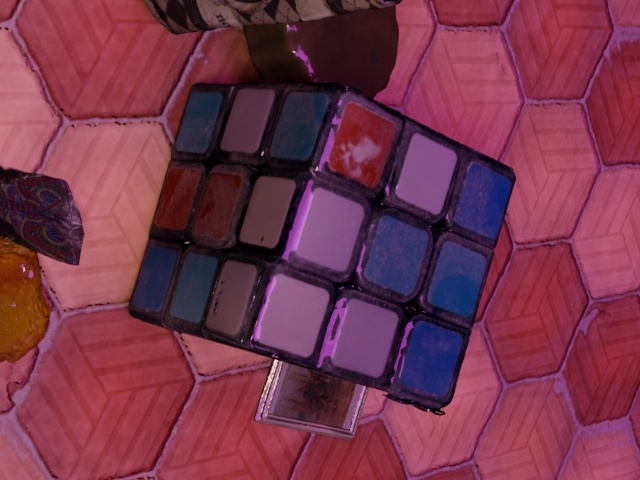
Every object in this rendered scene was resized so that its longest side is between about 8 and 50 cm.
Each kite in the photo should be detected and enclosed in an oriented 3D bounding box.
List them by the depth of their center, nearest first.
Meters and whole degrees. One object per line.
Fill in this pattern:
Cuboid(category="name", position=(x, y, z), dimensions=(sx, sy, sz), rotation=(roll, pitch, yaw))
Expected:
Cuboid(category="kite", position=(-0.415, -0.053, 1.475), dimensions=(0.285, 0.152, 0.015), rotation=(14, 130, -34))

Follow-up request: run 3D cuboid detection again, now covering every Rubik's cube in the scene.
Cuboid(category="Rubik's cube", position=(0.000, 0.000, 1.650), dimensions=(0.362, 0.363, 0.359), rotation=(18, 87, -34))

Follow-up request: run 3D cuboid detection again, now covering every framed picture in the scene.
Cuboid(category="framed picture", position=(0.017, 0.175, 1.921), dimensions=(0.217, 0.017, 0.274), rotation=(16, 90, -39))

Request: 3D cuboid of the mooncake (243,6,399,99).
Cuboid(category="mooncake", position=(-0.002, -0.292, 1.716), dimensions=(0.228, 0.124, 0.228), rotation=(5, 83, -44))

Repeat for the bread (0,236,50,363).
Cuboid(category="bread", position=(-0.432, 0.081, 1.465), dimensions=(0.260, 0.147, 0.160), rotation=(-11, 109, -36))

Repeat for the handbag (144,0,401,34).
Cuboid(category="handbag", position=(-0.093, -0.416, 1.447), dimensions=(0.180, 0.416, 0.317), rotation=(-52, 127, -29))
